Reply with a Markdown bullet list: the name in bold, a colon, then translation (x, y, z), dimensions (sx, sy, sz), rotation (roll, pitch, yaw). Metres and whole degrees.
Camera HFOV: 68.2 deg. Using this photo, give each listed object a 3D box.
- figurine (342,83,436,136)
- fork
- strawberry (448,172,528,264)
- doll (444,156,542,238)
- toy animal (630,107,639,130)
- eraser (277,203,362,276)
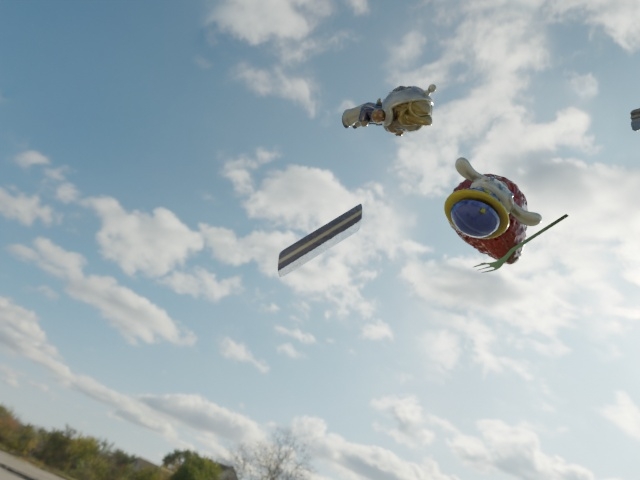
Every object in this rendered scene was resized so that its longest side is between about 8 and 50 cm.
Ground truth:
- **figurine**: translation (0.195, -0.354, 1.314), dimensions (0.194, 0.133, 0.274), rotation (0, 7, -25)
- **fork**: translation (0.420, 0.015, 1.001), dimensions (0.039, 0.021, 0.235), rotation (27, -44, -20)
- **strawberry**: translation (0.611, -0.087, 1.662), dimensions (0.310, 0.292, 0.291), rotation (34, -20, 42)
- **doll**: translation (0.514, -0.084, 1.435), dimensions (0.311, 0.242, 0.159), rotation (28, -53, 0)
- **toy animal**: translation (0.770, -0.273, 0.932), dimensions (0.206, 0.081, 0.367), rotation (6, 1, -34)
- **eraser**: translation (0.000, 0.000, 0.999), dimensions (0.036, 0.225, 0.082), rotation (57, -9, 13)
